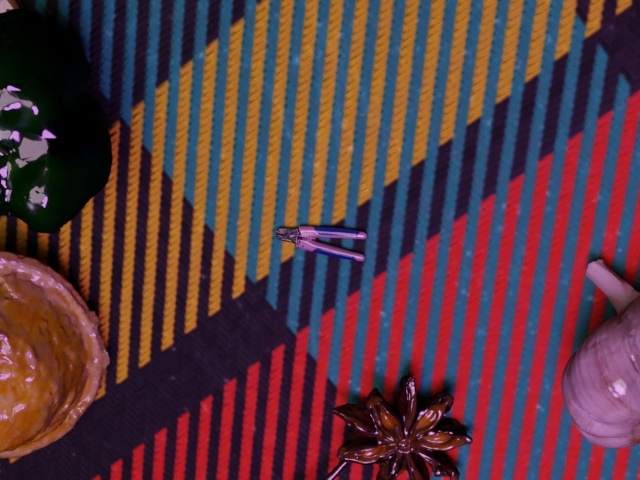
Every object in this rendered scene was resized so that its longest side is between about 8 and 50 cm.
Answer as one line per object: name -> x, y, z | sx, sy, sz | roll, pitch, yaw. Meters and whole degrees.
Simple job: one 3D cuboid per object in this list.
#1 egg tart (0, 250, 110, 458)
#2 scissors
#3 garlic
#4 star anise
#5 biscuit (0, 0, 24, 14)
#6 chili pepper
egg tart -> -0.419, 0.165, 1.656 | 0.319, 0.128, 0.319 | -6, 120, -11
scissors -> 0.000, 0.000, 1.619 | 0.113, 0.012, 0.039 | 8, 107, 11
garlic -> 0.366, 0.114, 1.501 | 0.218, 0.218, 0.212 | -27, 60, 19
star anise -> 0.069, 0.246, 1.637 | 0.234, 0.073, 0.177 | -6, 113, -2
biscuit -> -0.476, -0.245, 1.646 | 0.212, 0.041, 0.238 | 11, 107, 8
chili pepper -> -0.368, -0.125, 1.538 | 0.233, 0.256, 0.248 | -22, 109, 3
